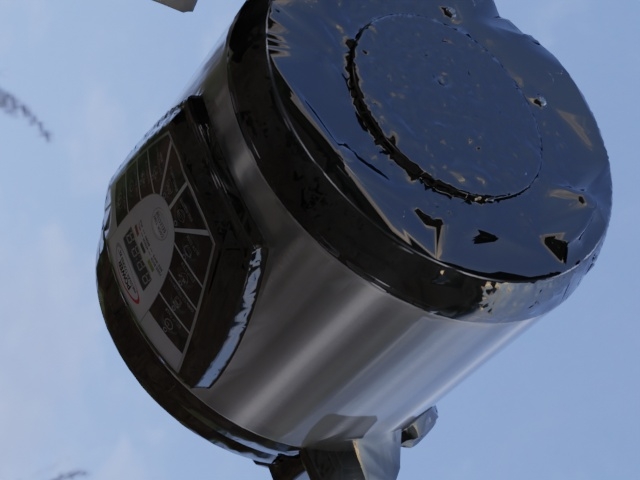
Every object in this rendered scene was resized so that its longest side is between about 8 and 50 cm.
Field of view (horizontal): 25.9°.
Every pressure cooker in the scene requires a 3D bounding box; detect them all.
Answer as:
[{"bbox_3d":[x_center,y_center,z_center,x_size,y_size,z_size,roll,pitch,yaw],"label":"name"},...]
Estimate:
[{"bbox_3d":[0.005,0.001,1.242,0.376,0.370,0.420,36,-44,-8],"label":"pressure cooker"}]

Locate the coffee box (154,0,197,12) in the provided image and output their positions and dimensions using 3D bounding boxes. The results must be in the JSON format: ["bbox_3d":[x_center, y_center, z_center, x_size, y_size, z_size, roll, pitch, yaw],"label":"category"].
[{"bbox_3d":[-0.202,-0.453,1.274,0.338,0.338,0.334,22,-69,-11],"label":"coffee box"}]
